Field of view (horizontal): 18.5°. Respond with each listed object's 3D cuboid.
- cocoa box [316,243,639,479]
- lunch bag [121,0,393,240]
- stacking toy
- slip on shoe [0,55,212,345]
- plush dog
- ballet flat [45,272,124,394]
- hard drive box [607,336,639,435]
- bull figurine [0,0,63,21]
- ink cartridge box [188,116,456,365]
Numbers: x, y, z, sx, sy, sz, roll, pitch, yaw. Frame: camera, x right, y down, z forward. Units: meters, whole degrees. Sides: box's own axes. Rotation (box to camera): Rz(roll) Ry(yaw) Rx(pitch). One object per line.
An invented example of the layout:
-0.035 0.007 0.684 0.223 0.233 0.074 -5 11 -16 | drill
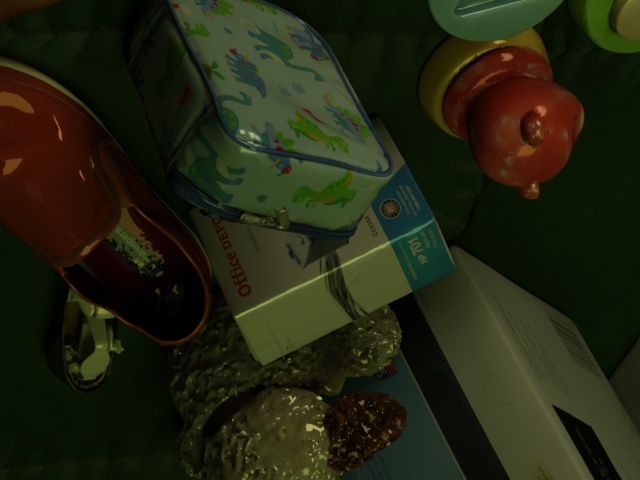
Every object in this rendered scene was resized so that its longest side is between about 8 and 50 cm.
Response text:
0.168 0.227 1.861 0.228 0.347 0.231 -42 137 17 | cocoa box
-0.048 -0.100 1.518 0.176 0.219 0.090 11 127 -35 | lunch bag
0.214 -0.195 1.622 0.280 0.130 0.309 -23 139 -4 | stacking toy
-0.200 -0.031 1.570 0.123 0.101 0.331 -42 121 4 | slip on shoe
-0.051 0.159 1.772 0.262 0.225 0.211 -41 137 16 | plush dog
-0.196 0.058 1.716 0.074 0.074 0.203 -4 133 -24 | ballet flat
0.376 0.222 2.156 0.181 0.089 0.232 7 129 -31 | hard drive box
-0.243 -0.201 1.389 0.310 0.101 0.188 -25 168 -11 | bull figurine
0.000 0.000 1.702 0.191 0.139 0.082 -26 140 -1 | ink cartridge box
